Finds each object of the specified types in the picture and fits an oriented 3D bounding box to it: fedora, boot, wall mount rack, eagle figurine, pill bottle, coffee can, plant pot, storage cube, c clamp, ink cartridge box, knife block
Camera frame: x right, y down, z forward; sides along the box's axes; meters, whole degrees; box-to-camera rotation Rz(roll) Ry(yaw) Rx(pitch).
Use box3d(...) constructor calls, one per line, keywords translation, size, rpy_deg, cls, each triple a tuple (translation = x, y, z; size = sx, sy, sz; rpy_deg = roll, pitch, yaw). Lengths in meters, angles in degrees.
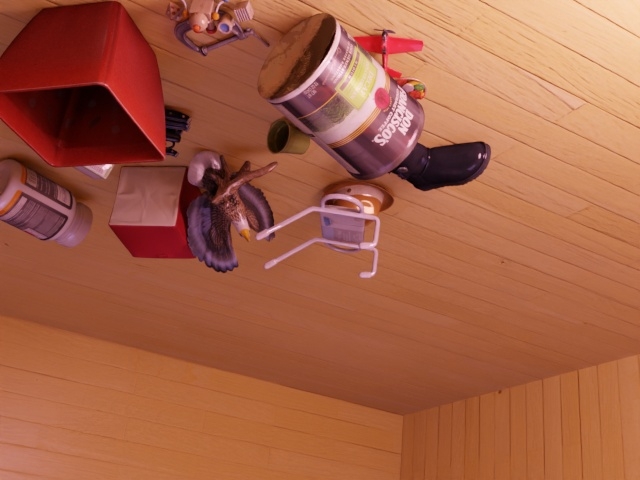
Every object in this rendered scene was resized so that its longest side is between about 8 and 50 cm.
box3d(translation=(0.097, -0.086, 2.175), size=(0.194, 0.079, 0.194), rpy_deg=(4, 155, 2), cls="fedora")
box3d(translation=(0.237, -0.194, 1.896), size=(0.207, 0.094, 0.246), rpy_deg=(20, 158, -35), cls="boot")
box3d(translation=(0.000, 0.000, 2.148), size=(0.304, 0.130, 0.350), rpy_deg=(8, 157, 6), cls="wall mount rack")
box3d(translation=(-0.227, -0.072, 2.104), size=(0.226, 0.225, 0.298), rpy_deg=(6, 154, -2), cls="eagle figurine")
box3d(translation=(-0.774, -0.094, 2.257), size=(0.162, 0.162, 0.278), rpy_deg=(-12, 149, 33), cls="pill bottle")
box3d(translation=(0.042, -0.274, 1.606), size=(0.201, 0.202, 0.275), rpy_deg=(-17, 138, 40), cls="coffee can")
box3d(translation=(-0.068, -0.233, 1.917), size=(0.079, 0.083, 0.083), rpy_deg=(12, 157, -41), cls="plant pot")
box3d(translation=(-0.433, -0.073, 2.199), size=(0.215, 0.184, 0.193), rpy_deg=(2, 154, 9), cls="storage cube")
box3d(translation=(-0.204, -0.404, 1.638), size=(0.160, 0.022, 0.137), rpy_deg=(-9, 151, 27), cls="c clamp")
box3d(translation=(-0.460, -0.317, 1.629), size=(0.267, 0.236, 0.267), rpy_deg=(-2, 153, 15), cls="plant pot")
box3d(translation=(-0.604, -0.210, 1.977), size=(0.171, 0.056, 0.235), rpy_deg=(31, 167, -26), cls="ink cartridge box")
box3d(translation=(-0.445, -0.278, 1.882), size=(0.242, 0.088, 0.275), rpy_deg=(-10, 150, 30), cls="knife block")

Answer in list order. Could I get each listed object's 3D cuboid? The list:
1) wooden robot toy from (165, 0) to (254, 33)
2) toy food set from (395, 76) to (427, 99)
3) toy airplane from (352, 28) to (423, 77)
box3d(translation=(-0.215, -0.409, 1.544), size=(0.173, 0.079, 0.076), rpy_deg=(4, 136, 5), cls="wooden robot toy")
box3d(translation=(0.183, -0.316, 1.737), size=(0.083, 0.020, 0.082), rpy_deg=(2, 154, 9), cls="toy food set")
box3d(translation=(0.126, -0.368, 1.633), size=(0.151, 0.028, 0.151), rpy_deg=(7, 155, 3), cls="toy airplane")
